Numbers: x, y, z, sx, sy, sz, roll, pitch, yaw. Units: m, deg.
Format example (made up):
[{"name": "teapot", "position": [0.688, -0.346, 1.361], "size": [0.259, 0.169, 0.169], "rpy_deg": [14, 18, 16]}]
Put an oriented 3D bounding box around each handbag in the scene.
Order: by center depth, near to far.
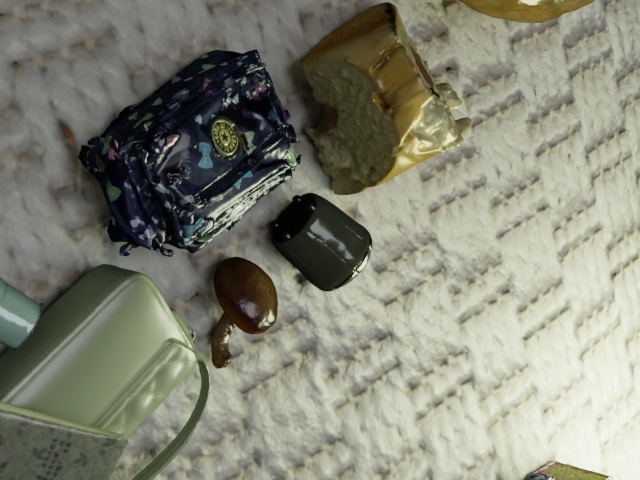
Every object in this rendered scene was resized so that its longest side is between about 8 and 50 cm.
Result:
[{"name": "handbag", "position": [-0.226, 0.170, 0.945], "size": [0.256, 0.079, 0.219], "rpy_deg": [-47, 126, -27]}, {"name": "handbag", "position": [-0.125, -0.093, 0.988], "size": [0.260, 0.113, 0.162], "rpy_deg": [-42, 124, -38]}]

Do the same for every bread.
[{"name": "bread", "position": [0.103, -0.186, 1.102], "size": [0.224, 0.211, 0.183], "rpy_deg": [-40, 109, -24]}]

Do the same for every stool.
[{"name": "stool", "position": [0.000, 0.000, 1.105], "size": [0.110, 0.096, 0.096], "rpy_deg": [41, 68, -29]}]

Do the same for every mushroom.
[{"name": "mushroom", "position": [-0.087, 0.086, 1.051], "size": [0.088, 0.073, 0.129], "rpy_deg": [19, 81, -64]}]

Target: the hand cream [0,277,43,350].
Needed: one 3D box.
[{"name": "hand cream", "position": [-0.402, -0.002, 0.807], "size": [0.331, 0.058, 0.085], "rpy_deg": [34, 76, -23]}]

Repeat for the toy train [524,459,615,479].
[{"name": "toy train", "position": [0.372, 0.470, 1.399], "size": [0.177, 0.134, 0.260], "rpy_deg": [-15, 102, -38]}]

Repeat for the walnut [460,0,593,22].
[{"name": "walnut", "position": [0.249, -0.441, 1.165], "size": [0.344, 0.306, 0.306], "rpy_deg": [8, 87, -46]}]

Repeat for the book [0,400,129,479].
[{"name": "book", "position": [-0.385, 0.235, 0.781], "size": [0.379, 0.031, 0.264], "rpy_deg": [24, 93, -31]}]
